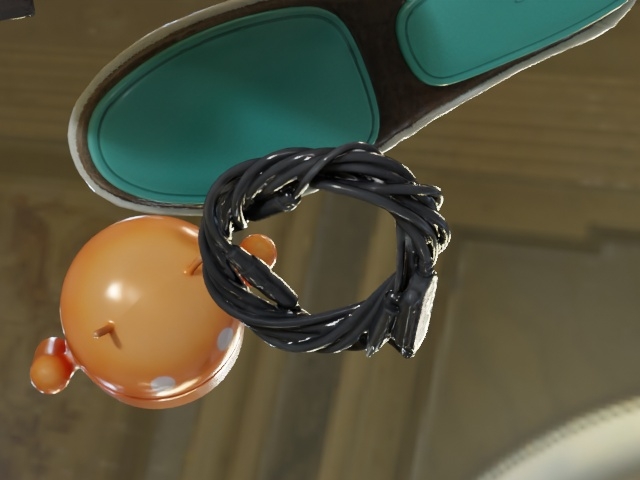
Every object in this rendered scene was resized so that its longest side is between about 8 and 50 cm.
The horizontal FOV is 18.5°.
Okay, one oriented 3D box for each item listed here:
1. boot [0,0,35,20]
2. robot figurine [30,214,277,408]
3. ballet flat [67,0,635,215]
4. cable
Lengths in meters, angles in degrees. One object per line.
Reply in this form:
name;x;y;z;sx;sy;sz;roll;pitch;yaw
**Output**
boot;-0.128;-0.273;1.075;0.264;0.096;0.280;-9;-74;-16
robot figurine;-0.116;0.053;1.353;0.219;0.158;0.128;109;169;-81
ballet flat;0.021;-0.127;1.279;0.400;0.139;0.139;-24;-54;-10
cable;0.000;0.000;1.176;0.184;0.150;0.047;95;-166;-50
